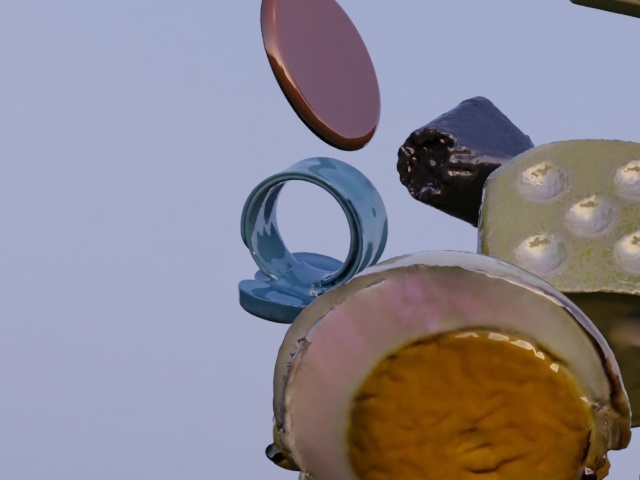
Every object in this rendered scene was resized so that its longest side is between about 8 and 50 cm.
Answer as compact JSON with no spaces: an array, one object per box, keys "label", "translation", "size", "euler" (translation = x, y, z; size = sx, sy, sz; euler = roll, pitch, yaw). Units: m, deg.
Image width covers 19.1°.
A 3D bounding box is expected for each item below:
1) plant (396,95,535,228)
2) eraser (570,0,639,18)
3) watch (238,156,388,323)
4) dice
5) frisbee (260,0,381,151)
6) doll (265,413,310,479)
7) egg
[{"label":"plant","translation":[0.214,-0.106,2.628],"size":[0.142,0.164,0.256],"euler":[-53,-26,23]},{"label":"eraser","translation":[0.415,-0.349,2.462],"size":[0.172,0.117,0.058],"euler":[14,-13,9]},{"label":"watch","translation":[0.000,0.000,2.389],"size":[0.211,0.193,0.211],"euler":[8,19,-3]},{"label":"dice","translation":[0.286,0.045,2.019],"size":[0.233,0.227,0.238],"euler":[0,-41,8]},{"label":"frisbee","translation":[0.005,-0.235,2.504],"size":[0.021,0.251,0.251],"euler":[-25,-34,30]},{"label":"doll","translation":[0.003,0.263,2.176],"size":[0.117,0.086,0.291],"euler":[-26,-41,-11]},{"label":"egg","translation":[0.117,0.110,1.615],"size":[0.286,0.174,0.264],"euler":[-11,-68,19]}]
